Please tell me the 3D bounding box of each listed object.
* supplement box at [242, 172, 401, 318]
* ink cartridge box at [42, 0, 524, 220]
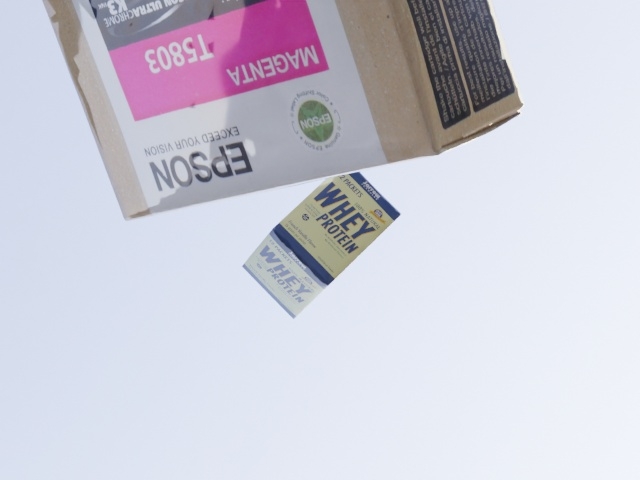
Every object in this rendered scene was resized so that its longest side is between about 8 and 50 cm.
[{"bbox_3d":[0.000,0.000,1.035,0.083,0.056,0.083,-44,-2,-27],"label":"supplement box"},{"bbox_3d":[-0.034,-0.124,0.760,0.088,0.235,0.193,-29,-76,-48],"label":"ink cartridge box"}]
